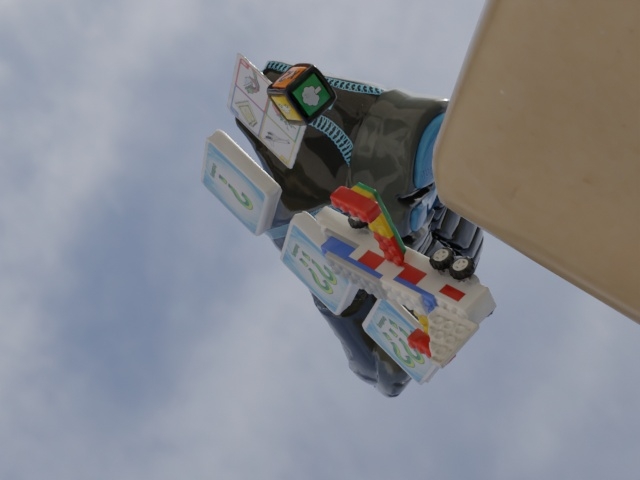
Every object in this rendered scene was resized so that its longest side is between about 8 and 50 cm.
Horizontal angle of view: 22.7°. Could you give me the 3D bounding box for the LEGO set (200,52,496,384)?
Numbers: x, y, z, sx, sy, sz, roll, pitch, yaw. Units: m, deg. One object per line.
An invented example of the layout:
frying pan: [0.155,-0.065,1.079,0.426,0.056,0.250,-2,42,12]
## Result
LEGO set: [0.000,0.000,0.822,0.182,0.244,0.060,44,-108,6]

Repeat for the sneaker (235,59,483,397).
sneaker: [0.029,-0.009,1.101,0.140,0.341,0.125,23,-118,18]

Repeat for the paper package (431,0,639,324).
paper package: [0.217,-0.086,0.289,0.309,0.168,0.324,33,-45,14]
